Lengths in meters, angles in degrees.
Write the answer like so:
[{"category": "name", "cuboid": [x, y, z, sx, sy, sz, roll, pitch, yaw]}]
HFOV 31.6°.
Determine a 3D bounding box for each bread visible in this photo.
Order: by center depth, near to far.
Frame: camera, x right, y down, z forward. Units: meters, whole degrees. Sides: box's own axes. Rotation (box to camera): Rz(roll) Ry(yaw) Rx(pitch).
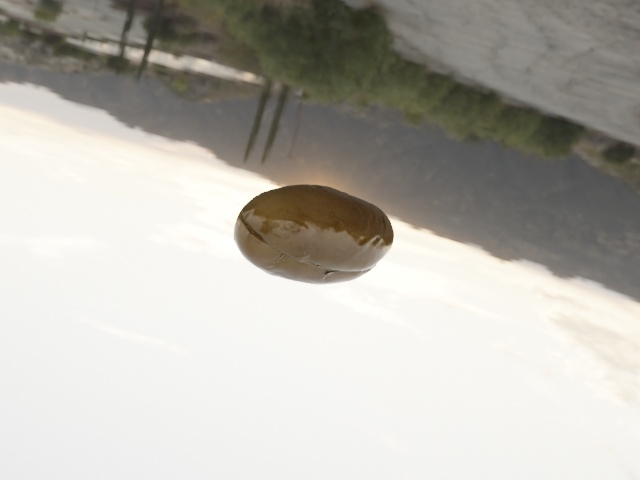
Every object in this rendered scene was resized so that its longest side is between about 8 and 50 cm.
[{"category": "bread", "cuboid": [0.000, 0.000, 1.149, 0.189, 0.114, 0.077, 13, -145, -35]}]
